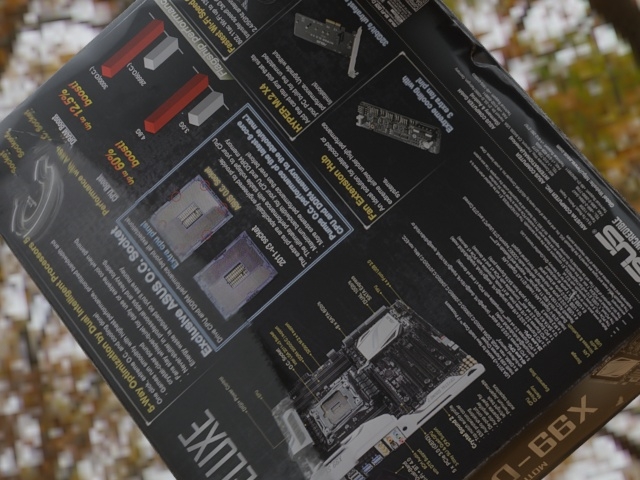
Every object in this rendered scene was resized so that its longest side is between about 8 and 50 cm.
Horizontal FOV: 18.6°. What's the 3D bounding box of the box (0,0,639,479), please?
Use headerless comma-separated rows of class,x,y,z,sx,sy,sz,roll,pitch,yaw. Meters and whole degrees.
box,0.000,0.000,0.945,0.242,0.307,0.076,-42,-25,3
